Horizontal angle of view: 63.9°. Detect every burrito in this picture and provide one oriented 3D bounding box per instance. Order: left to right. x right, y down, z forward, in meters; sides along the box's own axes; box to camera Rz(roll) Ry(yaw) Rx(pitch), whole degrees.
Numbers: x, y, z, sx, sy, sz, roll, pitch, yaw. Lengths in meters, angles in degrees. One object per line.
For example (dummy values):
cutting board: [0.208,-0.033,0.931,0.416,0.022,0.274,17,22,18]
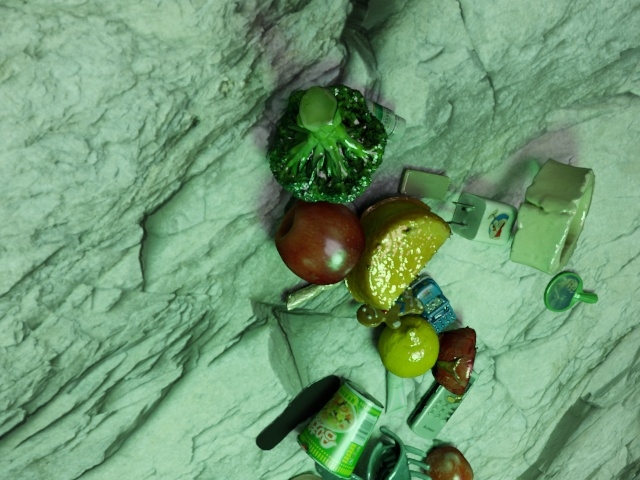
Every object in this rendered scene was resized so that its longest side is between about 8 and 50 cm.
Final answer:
burrito: [-0.016,0.140,1.440,0.185,0.045,0.041,-24,82,-12]

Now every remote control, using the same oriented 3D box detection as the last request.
remote control: [0.425,0.559,1.790,0.140,0.056,0.297,34,92,-28]

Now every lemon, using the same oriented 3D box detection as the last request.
lemon: [0.268,0.324,1.562,0.186,0.187,0.244,-22,148,-15]

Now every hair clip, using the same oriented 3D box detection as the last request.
hair clip: [0.229,0.820,1.680,0.238,0.391,0.319,-37,122,-38]

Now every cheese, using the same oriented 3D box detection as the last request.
cheese: [0.698,-0.068,1.551,0.332,0.153,0.293,-48,142,-32]

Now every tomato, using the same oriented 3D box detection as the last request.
tomato: [0.468,0.827,1.848,0.186,0.187,0.152,4,86,-25]

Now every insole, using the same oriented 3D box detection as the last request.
insole: [-0.066,0.530,1.587,0.322,0.007,0.109,-41,119,-5]

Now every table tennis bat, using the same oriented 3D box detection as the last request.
table tennis bat: [0.928,0.198,1.894,0.256,0.039,0.161,12,106,-25]

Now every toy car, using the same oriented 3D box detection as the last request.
toy car: [0.354,0.207,1.601,0.097,0.100,0.191,-37,115,-3]

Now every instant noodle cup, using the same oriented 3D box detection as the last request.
instant noodle cup: [0.072,0.562,1.561,0.207,0.207,0.233,38,85,-30]

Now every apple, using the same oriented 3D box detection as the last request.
apple: [0.000,0.000,1.295,0.201,0.218,0.218,29,96,-20]

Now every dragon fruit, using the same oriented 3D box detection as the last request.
dragon fruit: [0.402,0.374,1.650,0.147,0.218,0.224,14,117,4]

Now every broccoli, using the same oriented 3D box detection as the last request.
broccoli: [0.009,-0.226,1.182,0.297,0.297,0.298,-2,82,12]

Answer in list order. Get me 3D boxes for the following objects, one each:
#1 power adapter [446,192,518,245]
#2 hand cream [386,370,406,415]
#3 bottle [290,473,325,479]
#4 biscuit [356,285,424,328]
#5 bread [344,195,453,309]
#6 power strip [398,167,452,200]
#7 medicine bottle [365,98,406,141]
power adapter: [0.461,-0.068,1.531,0.204,0.125,0.130,7,107,-27]
hand cream: [0.247,0.492,1.691,0.078,0.050,0.205,-16,119,-18]
bottle: [-0.008,0.915,1.662,0.206,0.173,0.297,-23,116,-22]
biscuit: [0.200,0.195,1.511,0.204,0.138,0.031,-19,147,-17]
bread: [0.178,0.015,1.394,0.179,0.194,0.340,40,91,-31]
power strip: [0.306,-0.159,1.483,0.168,0.028,0.076,7,105,-24]
medicine bottle: [0.152,-0.307,1.329,0.130,0.080,0.081,15,102,-27]
